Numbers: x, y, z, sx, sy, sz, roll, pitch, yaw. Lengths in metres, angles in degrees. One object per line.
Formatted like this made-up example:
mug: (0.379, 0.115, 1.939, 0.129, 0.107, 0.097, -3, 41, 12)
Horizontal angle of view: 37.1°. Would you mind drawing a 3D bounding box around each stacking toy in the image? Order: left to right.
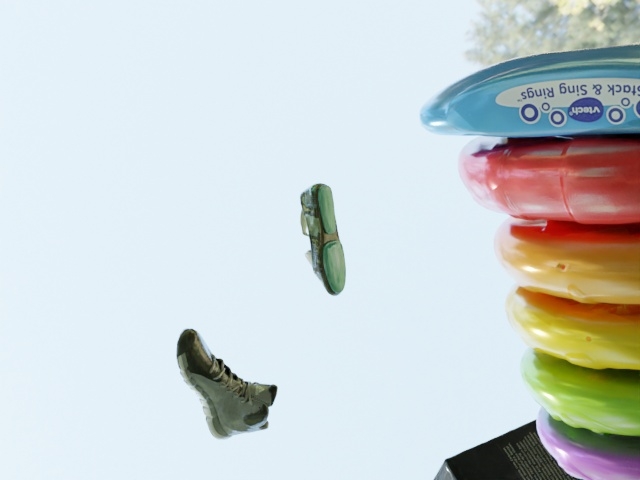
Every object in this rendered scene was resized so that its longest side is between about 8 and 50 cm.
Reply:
stacking toy: (0.156, 0.058, 0.460, 0.165, 0.175, 0.302, -20, -72, -53)

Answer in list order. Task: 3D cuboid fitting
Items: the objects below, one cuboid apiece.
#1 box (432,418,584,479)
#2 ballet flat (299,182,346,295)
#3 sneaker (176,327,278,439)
box: (0.193, 0.267, 0.981, 0.158, 0.156, 0.093, -18, -122, -24)
ballet flat: (0.000, 0.000, 1.585, 0.070, 0.070, 0.188, -5, -93, -28)
sneaker: (-0.138, 0.225, 1.536, 0.132, 0.229, 0.086, -7, -144, 17)
